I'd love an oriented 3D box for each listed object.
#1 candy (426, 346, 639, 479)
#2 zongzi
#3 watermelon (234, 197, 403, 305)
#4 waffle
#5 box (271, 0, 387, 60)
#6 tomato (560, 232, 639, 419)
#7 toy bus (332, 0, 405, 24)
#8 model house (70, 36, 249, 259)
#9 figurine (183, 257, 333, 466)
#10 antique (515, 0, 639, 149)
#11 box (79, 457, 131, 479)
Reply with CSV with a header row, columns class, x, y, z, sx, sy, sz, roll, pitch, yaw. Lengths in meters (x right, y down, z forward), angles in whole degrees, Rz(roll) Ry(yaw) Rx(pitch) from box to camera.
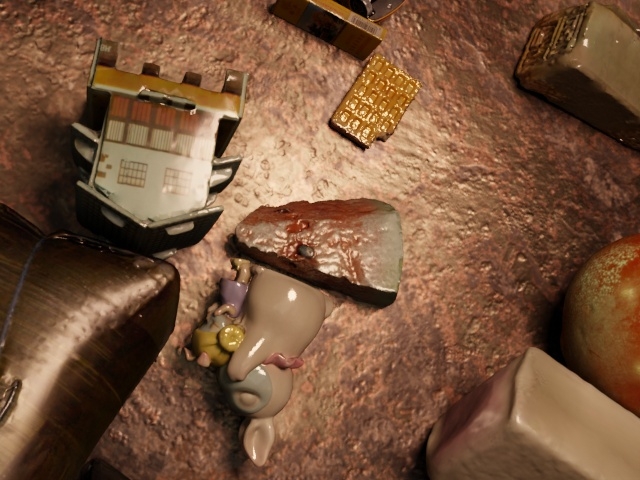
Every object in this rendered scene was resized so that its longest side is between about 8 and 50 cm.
class,x,y,z,sx,sy,sz,roll,pitch,yaw
candy,0.335,0.316,1.046,0.358,0.208,0.145,34,42,-1
zongzi,-0.427,0.121,0.891,0.432,0.208,0.403,27,56,-1
watermelon,0.000,0.000,1.108,0.241,0.094,0.154,6,74,-11
waffle,0.082,-0.199,1.179,0.092,0.021,0.135,33,76,-8
box,0.011,-0.310,1.140,0.155,0.087,0.023,25,80,-10
tomato,0.445,0.127,1.115,0.222,0.270,0.270,-16,87,18
toy bus,0.034,-0.392,1.158,0.083,0.088,0.194,-38,91,-20
model house,-0.205,-0.096,0.994,0.198,0.224,0.216,12,76,-15
figurine,-0.090,0.156,1.038,0.155,0.127,0.236,26,79,-29
antique,0.459,-0.239,1.234,0.284,0.150,0.125,27,81,-18
box,-0.185,0.440,0.909,0.345,0.251,0.204,39,76,-6
